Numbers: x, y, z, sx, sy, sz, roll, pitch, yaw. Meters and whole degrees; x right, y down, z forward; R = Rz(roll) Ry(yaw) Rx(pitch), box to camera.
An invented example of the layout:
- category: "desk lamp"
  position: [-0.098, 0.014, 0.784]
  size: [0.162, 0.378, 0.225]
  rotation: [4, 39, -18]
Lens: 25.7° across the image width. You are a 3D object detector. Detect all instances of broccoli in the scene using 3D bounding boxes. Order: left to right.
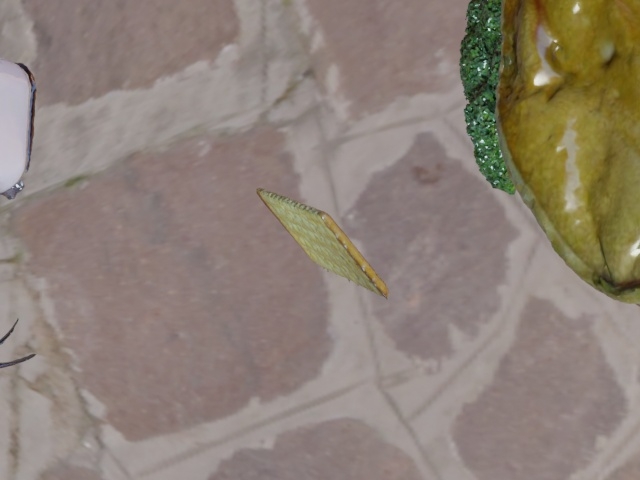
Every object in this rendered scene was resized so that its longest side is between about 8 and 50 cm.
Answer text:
- category: "broccoli"
  position: [0.247, -0.170, 1.240]
  size: [0.294, 0.245, 0.265]
  rotation: [-34, 127, -23]

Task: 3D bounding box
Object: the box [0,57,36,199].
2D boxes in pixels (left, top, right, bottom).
- category: "box"
  position: [-0.368, -0.091, 0.897]
  size: [0.369, 0.190, 0.112]
  rotation: [12, 80, -58]

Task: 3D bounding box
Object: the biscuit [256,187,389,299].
- category: "biscuit"
  position: [0.000, 0.000, 1.704]
  size: [0.016, 0.231, 0.139]
  rotation: [-43, 111, -10]

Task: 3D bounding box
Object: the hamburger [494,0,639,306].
- category: "hamburger"
  position: [0.219, -0.093, 0.578]
  size: [0.134, 0.284, 0.266]
  rotation: [9, 81, -50]

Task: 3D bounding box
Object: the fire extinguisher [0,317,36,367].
- category: "fire extinguisher"
  position: [-0.476, 0.029, 1.657]
  size: [0.135, 0.114, 0.337]
  rotation: [-33, 105, -15]
